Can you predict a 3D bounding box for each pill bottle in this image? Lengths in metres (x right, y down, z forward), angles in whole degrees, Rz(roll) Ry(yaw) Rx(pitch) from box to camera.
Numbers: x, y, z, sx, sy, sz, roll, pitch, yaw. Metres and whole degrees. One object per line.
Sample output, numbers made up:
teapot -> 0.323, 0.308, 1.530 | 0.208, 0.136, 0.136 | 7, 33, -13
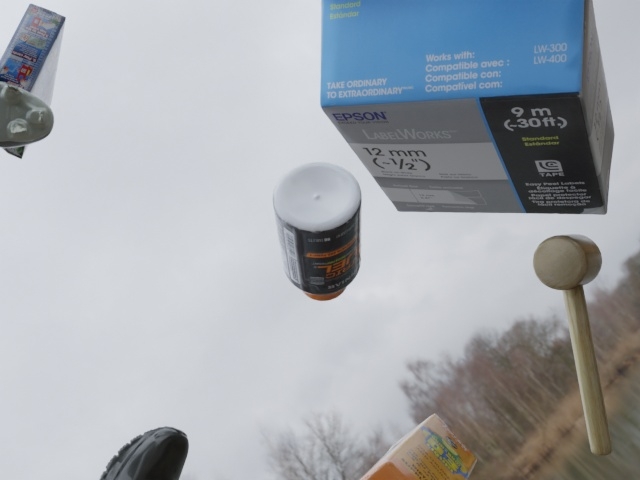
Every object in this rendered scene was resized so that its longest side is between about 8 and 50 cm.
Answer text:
pill bottle -> 0.000, 0.000, 1.107 | 0.130, 0.130, 0.245 | -37, -28, -19

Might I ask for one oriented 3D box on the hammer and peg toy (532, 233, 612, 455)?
hammer and peg toy -> 0.408, 0.091, 0.699 | 0.127, 0.362, 0.265 | -13, -77, -52

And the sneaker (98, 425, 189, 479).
sneaker -> -0.222, 0.366, 0.844 | 0.109, 0.130, 0.286 | 49, -121, -49

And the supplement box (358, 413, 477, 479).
supplement box -> 0.094, 0.246, 0.722 | 0.080, 0.078, 0.233 | -46, -15, 10

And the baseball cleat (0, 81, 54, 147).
baseball cleat -> -0.385, -0.125, 0.752 | 0.206, 0.072, 0.109 | 4, -15, -10

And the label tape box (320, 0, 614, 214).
label tape box -> 0.141, -0.146, 0.700 | 0.348, 0.249, 0.115 | 41, -123, -55

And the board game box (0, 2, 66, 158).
board game box -> -0.469, -0.232, 1.104 | 0.194, 0.060, 0.194 | 123, 161, -44
